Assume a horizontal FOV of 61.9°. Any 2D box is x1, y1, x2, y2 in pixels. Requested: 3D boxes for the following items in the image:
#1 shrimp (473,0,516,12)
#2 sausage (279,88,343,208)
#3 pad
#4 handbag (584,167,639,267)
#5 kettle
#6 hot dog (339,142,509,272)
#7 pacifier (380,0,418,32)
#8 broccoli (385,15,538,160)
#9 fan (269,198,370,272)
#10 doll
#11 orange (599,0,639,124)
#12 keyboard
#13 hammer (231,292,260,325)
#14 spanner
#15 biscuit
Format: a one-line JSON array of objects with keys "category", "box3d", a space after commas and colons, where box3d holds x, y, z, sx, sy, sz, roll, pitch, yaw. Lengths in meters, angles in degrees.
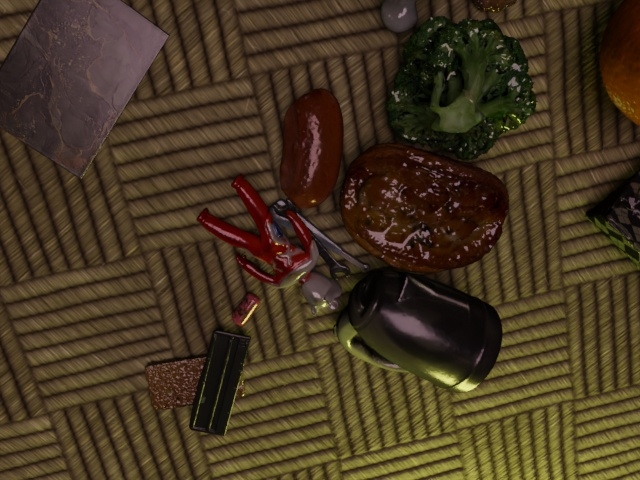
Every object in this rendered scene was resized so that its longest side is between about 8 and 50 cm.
[{"category": "shrimp", "box3d": [0.395, -0.615, 1.131, 0.173, 0.058, 0.253, 11, 106, -18]}, {"category": "sausage", "box3d": [-0.015, -0.196, 1.151, 0.133, 0.133, 0.259, 5, 100, -8]}, {"category": "pad", "box3d": [-0.517, -0.347, 1.114, 0.247, 0.007, 0.368, 34, 99, -14]}, {"category": "handbag", "box3d": [0.880, -0.116, 1.265, 0.316, 0.180, 0.416, 43, 97, -3]}, {"category": "kettle", "box3d": [0.193, 0.207, 1.247, 0.324, 0.228, 0.321, 26, 135, -15]}, {"category": "hot dog", "box3d": [0.235, -0.067, 1.186, 0.387, 0.174, 0.267, 17, 116, -10]}, {"category": "pacifier", "box3d": [0.188, -0.527, 1.070, 0.238, 0.287, 0.226, -11, 149, -21]}, {"category": "broccoli", "box3d": [0.278, -0.301, 1.098, 0.307, 0.275, 0.308, 12, 131, 14]}, {"category": "fan", "box3d": [0.000, 0.000, 1.260, 0.282, 0.023, 0.057, 35, 97, -13]}, {"category": "doll", "box3d": [-0.092, 0.029, 1.215, 0.188, 0.099, 0.384, -37, 105, 25]}, {"category": "orange", "box3d": [0.791, -0.380, 1.062, 0.423, 0.424, 0.326, -31, 129, 2]}, {"category": "keyboard", "box3d": [-0.258, 0.400, 1.303, 0.103, 0.041, 0.381, 14, 96, -10]}, {"category": "hammer", "box3d": [-0.178, 0.163, 1.271, 0.043, 0.043, 0.083, 34, 100, -14]}, {"category": "spanner", "box3d": [-0.017, 0.001, 1.238, 0.054, 0.015, 0.254, -33, 111, 21]}, {"category": "biscuit", "box3d": [-0.305, 0.342, 1.308, 0.230, 0.025, 0.131, -6, 105, -5]}]
